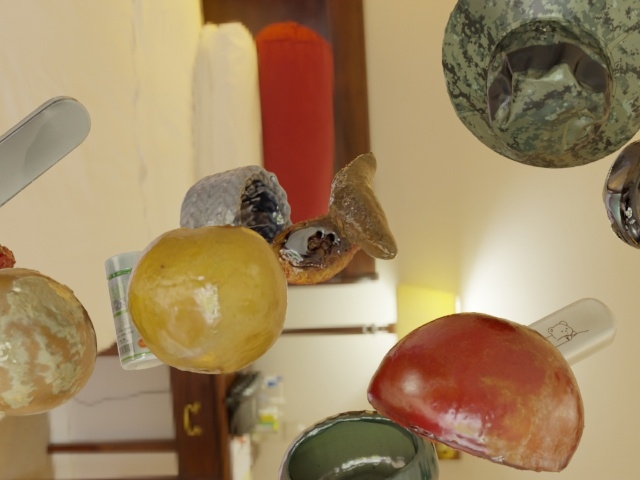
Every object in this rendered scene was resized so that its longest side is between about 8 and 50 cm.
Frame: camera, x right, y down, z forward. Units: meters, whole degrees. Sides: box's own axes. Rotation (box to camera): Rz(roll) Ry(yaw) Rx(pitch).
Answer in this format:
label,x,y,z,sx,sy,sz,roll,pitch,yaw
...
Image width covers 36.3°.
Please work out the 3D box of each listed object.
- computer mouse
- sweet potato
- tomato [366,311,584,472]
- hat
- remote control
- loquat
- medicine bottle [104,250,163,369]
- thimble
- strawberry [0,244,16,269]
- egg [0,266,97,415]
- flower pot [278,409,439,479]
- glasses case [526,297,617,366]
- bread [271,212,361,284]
label,x,y,z,sx,sy,sz,roll,pitch,yaw
computer mouse,0.568,-0.080,1.748,0.137,0.096,0.233,57,48,-27
sweet potato,0.069,-0.066,1.828,0.341,0.114,0.092,-99,-173,-56
tomato,0.175,0.147,1.014,0.233,0.200,0.139,14,96,-53
hat,0.249,-0.165,1.062,0.128,0.266,0.265,-70,158,-51
remote control,-0.422,-0.109,1.344,0.022,0.245,0.077,36,-16,54
loquat,-0.141,0.072,1.258,0.208,0.208,0.207,-2,90,-82
medicine bottle,-0.302,0.116,1.617,0.086,0.086,0.183,58,18,-75
thimble,-0.176,-0.043,2.062,0.245,0.157,0.217,-38,108,-58
strawberry,-0.601,0.060,1.605,0.106,0.286,0.188,29,63,-55
egg,-0.406,0.140,1.322,0.245,0.204,0.203,41,44,-55
flower pot,0.058,0.353,1.474,0.157,0.243,0.189,80,2,-53
glasses case,0.369,0.157,1.519,0.083,0.196,0.050,54,-17,34
bread,0.003,0.008,2.044,0.269,0.139,0.095,-34,170,-41
